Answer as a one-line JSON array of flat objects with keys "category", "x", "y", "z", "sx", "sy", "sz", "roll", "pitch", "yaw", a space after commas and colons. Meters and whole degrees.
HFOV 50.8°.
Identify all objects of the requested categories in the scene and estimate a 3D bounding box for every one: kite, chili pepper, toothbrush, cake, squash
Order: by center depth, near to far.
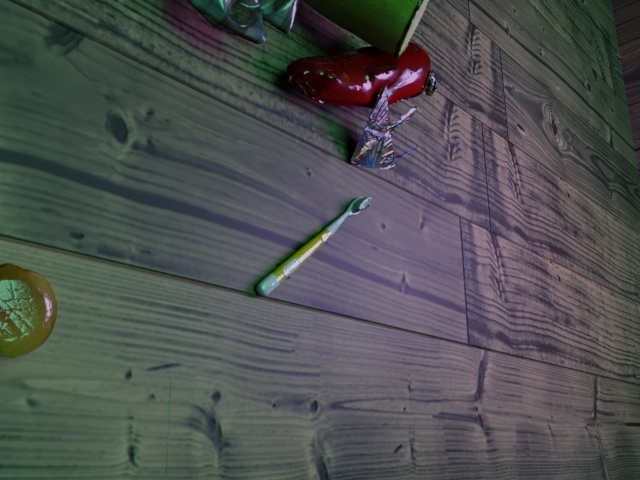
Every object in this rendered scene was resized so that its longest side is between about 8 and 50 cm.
[{"category": "cake", "x": -0.278, "y": 0.061, "z": 0.595, "sx": 0.084, "sy": 0.044, "sz": 0.083, "roll": 16, "pitch": 68, "yaw": -45}, {"category": "toothbrush", "x": 0.000, "y": 0.000, "z": 0.950, "sx": 0.288, "sy": 0.024, "sz": 0.021, "roll": -41, "pitch": 111, "yaw": -47}, {"category": "squash", "x": 0.042, "y": -0.391, "z": 1.015, "sx": 0.247, "sy": 0.132, "sz": 0.132, "roll": 30, "pitch": 47, "yaw": 4}, {"category": "chili pepper", "x": 0.084, "y": -0.265, "z": 1.081, "sx": 0.388, "sy": 0.110, "sz": 0.110, "roll": -22, "pitch": 95, "yaw": -47}, {"category": "kite", "x": 0.101, "y": -0.171, "z": 1.084, "sx": 0.160, "sy": 0.010, "sz": 0.182, "roll": -40, "pitch": 144, "yaw": -21}]

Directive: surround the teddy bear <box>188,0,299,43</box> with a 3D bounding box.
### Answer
[{"category": "teddy bear", "x": -0.180, "y": -0.487, "z": 0.845, "sx": 0.327, "sy": 0.376, "sz": 0.362, "roll": -36, "pitch": 148, "yaw": -47}]
